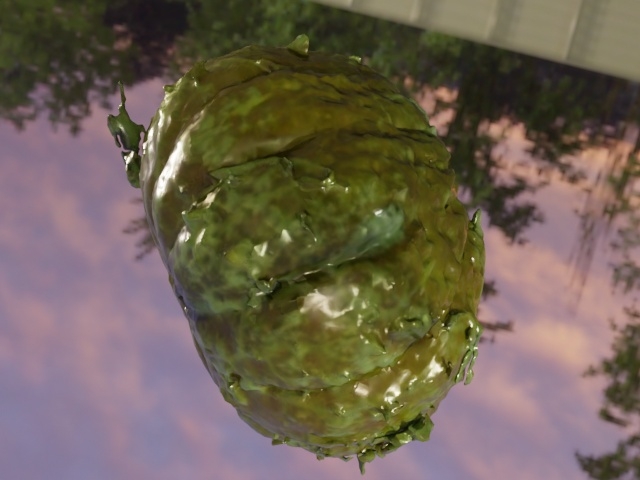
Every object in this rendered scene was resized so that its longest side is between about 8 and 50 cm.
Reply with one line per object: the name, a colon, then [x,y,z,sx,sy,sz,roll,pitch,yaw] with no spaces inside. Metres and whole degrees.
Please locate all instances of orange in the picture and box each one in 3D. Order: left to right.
orange: [0.000,0.000,0.841,0.223,0.300,0.301,-27,-155,-5]
